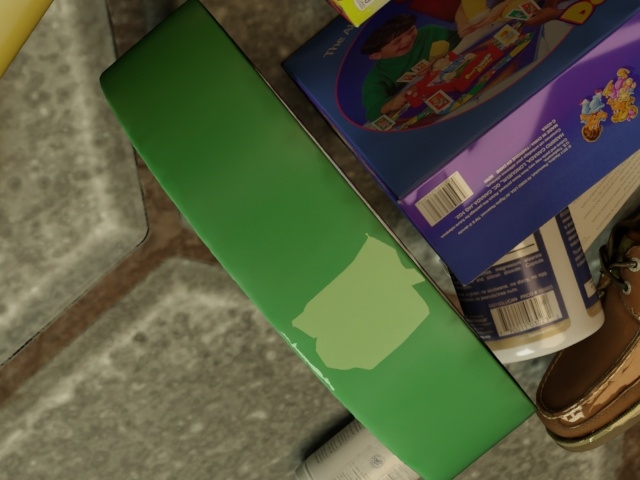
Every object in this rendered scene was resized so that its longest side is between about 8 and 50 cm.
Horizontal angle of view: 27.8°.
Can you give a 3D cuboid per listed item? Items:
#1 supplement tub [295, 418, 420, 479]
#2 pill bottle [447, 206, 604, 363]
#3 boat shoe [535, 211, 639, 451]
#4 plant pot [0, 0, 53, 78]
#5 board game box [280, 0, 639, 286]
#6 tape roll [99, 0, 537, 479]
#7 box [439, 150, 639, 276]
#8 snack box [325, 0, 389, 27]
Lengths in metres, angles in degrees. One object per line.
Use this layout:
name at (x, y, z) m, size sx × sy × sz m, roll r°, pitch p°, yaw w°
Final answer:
supplement tub at (0.041, 0.178, 1.043) m, size 0.107 × 0.071 × 0.071 m, roll -39°, pitch 123°, yaw 4°
pill bottle at (0.130, -0.007, 0.906) m, size 0.094 × 0.094 × 0.169 m, roll -20°, pitch 94°, yaw -9°
boat shoe at (0.265, 0.026, 1.032) m, size 0.104 × 0.111 × 0.307 m, roll 41°, pitch 88°, yaw -28°
plant pot at (-0.212, -0.187, 0.632) m, size 0.254 × 0.254 × 0.239 m, roll 20°, pitch 103°, yaw -28°
board game box at (0.162, -0.155, 0.812) m, size 0.347 × 0.233 × 0.078 m, roll -38°, pitch 123°, yaw 3°
tape roll at (0.000, 0.000, 0.783) m, size 0.077 × 0.321 × 0.321 m, roll -39°, pitch 123°, yaw 3°
box at (0.217, -0.081, 0.973) m, size 0.067 × 0.063 × 0.324 m, roll 28°, pitch 104°, yaw -31°
snack box at (0.026, -0.269, 0.798) m, size 0.174 × 0.070 × 0.207 m, roll -38°, pitch 124°, yaw 0°
